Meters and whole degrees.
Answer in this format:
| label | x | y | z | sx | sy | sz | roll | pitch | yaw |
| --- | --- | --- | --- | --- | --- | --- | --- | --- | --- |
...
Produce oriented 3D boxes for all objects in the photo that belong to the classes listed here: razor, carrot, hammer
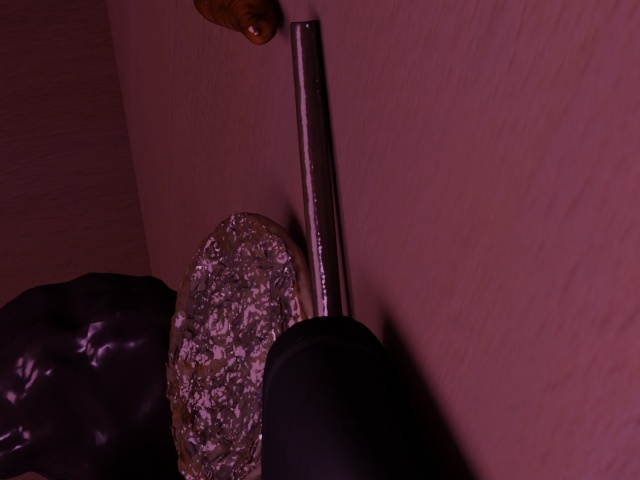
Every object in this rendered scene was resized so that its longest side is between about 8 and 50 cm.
| label | x | y | z | sx | sy | sz | roll | pitch | yaw |
| --- | --- | --- | --- | --- | --- | --- | --- | --- | --- |
| razor | 0.030 | 0.199 | 1.090 | 0.349 | 0.114 | 0.204 | -119 | 26 | -64 |
| carrot | -0.078 | -0.226 | 1.534 | 0.248 | 0.059 | 0.059 | -134 | 37 | -67 |
| hammer | 0.000 | 0.000 | 1.314 | 0.111 | 0.043 | 0.365 | -157 | 61 | -79 |

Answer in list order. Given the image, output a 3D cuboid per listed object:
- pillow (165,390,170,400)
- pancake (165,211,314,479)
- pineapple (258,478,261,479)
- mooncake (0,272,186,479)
| label | x | y | z | sx | sy | sz | roll | pitch | yaw |
| --- | --- | --- | --- | --- | --- | --- | --- | --- | --- |
| pillow | -0.112 | 0.226 | 1.880 | 0.232 | 0.126 | 0.043 | -130 | 60 | -72 |
| pancake | -0.084 | 0.113 | 1.549 | 0.282 | 0.049 | 0.282 | -12 | 75 | 53 |
| pineapple | -0.063 | 0.171 | 1.632 | 0.108 | 0.108 | 0.197 | -112 | 26 | -54 |
| mooncake | -0.272 | 0.221 | 2.082 | 0.350 | 0.381 | 0.212 | -56 | 28 | 11 |
